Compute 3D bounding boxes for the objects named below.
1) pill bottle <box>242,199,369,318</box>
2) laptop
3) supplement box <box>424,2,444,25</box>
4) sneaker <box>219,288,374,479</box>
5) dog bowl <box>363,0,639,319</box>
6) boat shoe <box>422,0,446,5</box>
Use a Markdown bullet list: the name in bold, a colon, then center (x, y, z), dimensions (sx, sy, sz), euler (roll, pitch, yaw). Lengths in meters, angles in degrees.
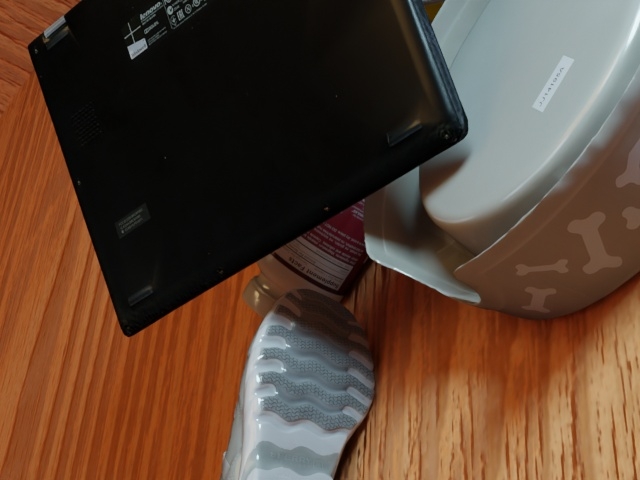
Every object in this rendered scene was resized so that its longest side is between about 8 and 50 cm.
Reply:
- **pill bottle**: center (0.000, 0.000, 1.453), dimensions (0.152, 0.086, 0.086), euler (-57, 20, 11)
- **laptop**: center (-0.023, -0.189, 1.368), dimensions (0.382, 0.236, 0.408), euler (-31, 73, 41)
- **supplement box**: center (0.000, -0.208, 1.576), dimensions (0.356, 0.195, 0.194), euler (-60, 21, 5)
- **sneaker**: center (-0.040, 0.161, 1.303), dimensions (0.115, 0.105, 0.281), euler (-40, 28, 48)
- **dog bowl**: center (0.168, -0.103, 1.155), dimensions (0.349, 0.102, 0.349), euler (-50, 23, 30)
- **boat shoe**: center (0.163, -0.303, 1.425), dimensions (0.302, 0.109, 0.094), euler (-33, 23, 21)
